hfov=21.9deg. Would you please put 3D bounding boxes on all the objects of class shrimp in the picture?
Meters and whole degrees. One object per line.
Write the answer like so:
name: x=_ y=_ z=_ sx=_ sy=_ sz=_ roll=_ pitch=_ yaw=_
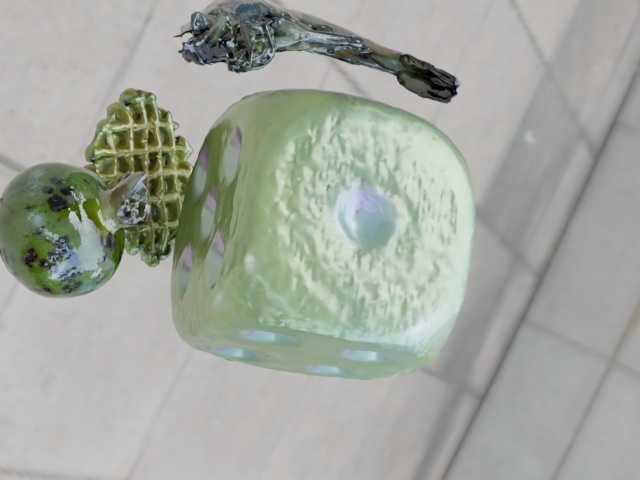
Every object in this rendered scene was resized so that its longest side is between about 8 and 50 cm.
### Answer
shrimp: x=0.001 y=-0.136 z=1.197 sx=0.262 sy=0.198 sz=0.051 roll=-35 pitch=140 yaw=-74

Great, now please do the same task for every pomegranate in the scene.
pomegranate: x=-0.205 y=-0.016 z=1.416 sx=0.161 sy=0.122 sz=0.122 roll=-23 pitch=170 yaw=18

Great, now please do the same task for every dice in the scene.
dice: x=0.000 y=0.000 z=1.692 sx=0.249 sy=0.252 sz=0.255 roll=157 pitch=-56 yaw=-66

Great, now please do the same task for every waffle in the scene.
waffle: x=-0.193 y=-0.070 z=1.807 sx=0.169 sy=0.036 sz=0.183 roll=58 pitch=38 yaw=-33
